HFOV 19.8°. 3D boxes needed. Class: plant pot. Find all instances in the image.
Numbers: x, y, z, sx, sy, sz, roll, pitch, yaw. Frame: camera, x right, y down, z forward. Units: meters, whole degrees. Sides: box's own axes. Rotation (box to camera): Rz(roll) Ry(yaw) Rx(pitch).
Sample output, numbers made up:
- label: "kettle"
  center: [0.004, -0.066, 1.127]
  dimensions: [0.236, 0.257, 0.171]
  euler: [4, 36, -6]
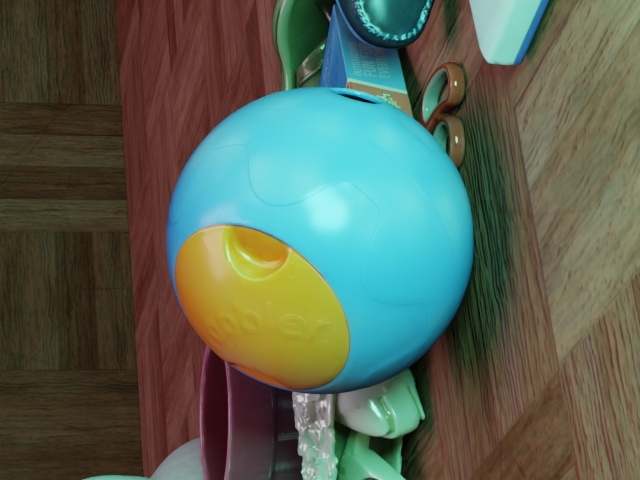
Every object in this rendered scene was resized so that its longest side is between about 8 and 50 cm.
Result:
- label: "plant pot"
  center: [-0.034, 0.200, 2.081]
  dimensions: [0.201, 0.180, 0.201]
  euler: [180, 90, -77]

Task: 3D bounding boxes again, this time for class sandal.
- label: "sandal"
  center: [0.008, -0.188, 2.125]
  dimensions: [0.086, 0.120, 0.303]
  euler: [31, 126, 43]

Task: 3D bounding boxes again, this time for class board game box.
- label: "board game box"
  center: [0.033, -0.062, 2.017]
  dimensions: [0.242, 0.064, 0.316]
  euler: [-99, 15, -51]

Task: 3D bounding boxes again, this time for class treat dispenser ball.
- label: "treat dispenser ball"
  center: [0.000, 0.000, 1.718]
  dimensions: [0.288, 0.288, 0.288]
  euler: [180, 90, -77]

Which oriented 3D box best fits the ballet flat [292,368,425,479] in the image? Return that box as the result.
- label: "ballet flat"
  center: [0.052, 0.219, 1.909]
  dimensions: [0.147, 0.147, 0.409]
  euler: [-136, 45, -72]

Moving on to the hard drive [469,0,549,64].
- label: "hard drive"
  center: [0.178, -0.328, 1.514]
  dimensions: [0.319, 0.040, 0.210]
  euler: [109, 157, -53]

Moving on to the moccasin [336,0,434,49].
- label: "moccasin"
  center: [0.070, -0.359, 1.770]
  dimensions: [0.117, 0.138, 0.342]
  euler: [180, 90, -72]

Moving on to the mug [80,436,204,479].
- label: "mug"
  center: [-0.151, 0.391, 2.172]
  dimensions: [0.328, 0.374, 0.276]
  euler: [-94, 27, -47]

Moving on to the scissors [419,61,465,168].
- label: "scissors"
  center: [0.101, -0.088, 1.884]
  dimensions: [0.297, 0.021, 0.109]
  euler: [126, 141, -69]
